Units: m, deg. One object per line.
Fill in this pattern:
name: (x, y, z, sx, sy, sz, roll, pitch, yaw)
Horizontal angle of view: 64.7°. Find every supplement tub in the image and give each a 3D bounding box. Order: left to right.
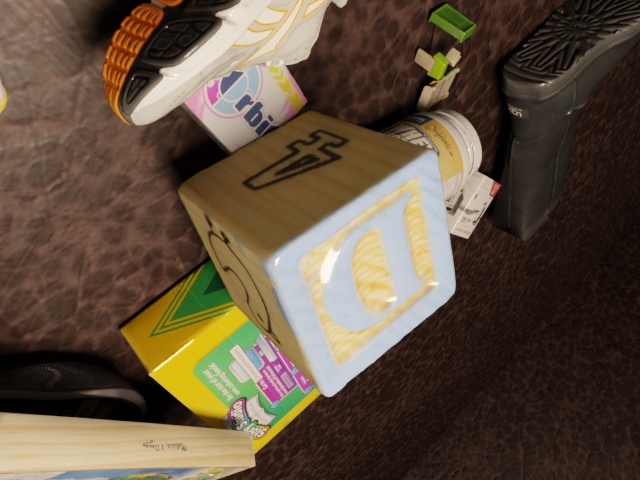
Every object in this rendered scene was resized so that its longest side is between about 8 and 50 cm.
supplement tub: (0.132, -0.107, 0.769, 0.199, 0.144, 0.144, -31, 140, -26)

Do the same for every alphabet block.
alphabet block: (0.000, 0.000, 0.537, 0.193, 0.197, 0.193, -33, 127, -21)

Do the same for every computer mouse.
computer mouse: (-0.334, 0.181, 0.585, 0.272, 0.072, 0.189, 24, 110, -44)

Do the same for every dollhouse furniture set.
dollhouse furniture set: (0.177, -0.274, 0.775, 0.076, 0.058, 0.152, -41, 163, -26)

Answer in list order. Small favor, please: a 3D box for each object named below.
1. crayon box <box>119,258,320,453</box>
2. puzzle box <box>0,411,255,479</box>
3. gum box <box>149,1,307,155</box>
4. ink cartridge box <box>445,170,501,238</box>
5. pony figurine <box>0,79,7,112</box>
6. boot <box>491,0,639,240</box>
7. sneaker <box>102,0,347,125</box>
crayon box: (-0.078, 0.151, 0.802, 0.313, 0.106, 0.363, -38, 142, -15)
puzzle box: (-0.302, 0.287, 0.611, 0.272, 0.052, 0.409, -25, 149, 18)
gum box: (-0.100, -0.171, 0.530, 0.107, 0.062, 0.188, -48, 144, -4)
ink cartridge box: (0.305, -0.078, 1.057, 0.099, 0.056, 0.135, 10, 113, -52)
pony figurine: (-0.184, -0.260, 0.222, 0.350, 0.303, 0.363, -35, 156, -6)
boot: (0.515, -0.246, 1.059, 0.367, 0.146, 0.445, -35, 140, -10)
sneaker: (-0.060, -0.178, 0.434, 0.262, 0.099, 0.121, -46, 147, -9)
